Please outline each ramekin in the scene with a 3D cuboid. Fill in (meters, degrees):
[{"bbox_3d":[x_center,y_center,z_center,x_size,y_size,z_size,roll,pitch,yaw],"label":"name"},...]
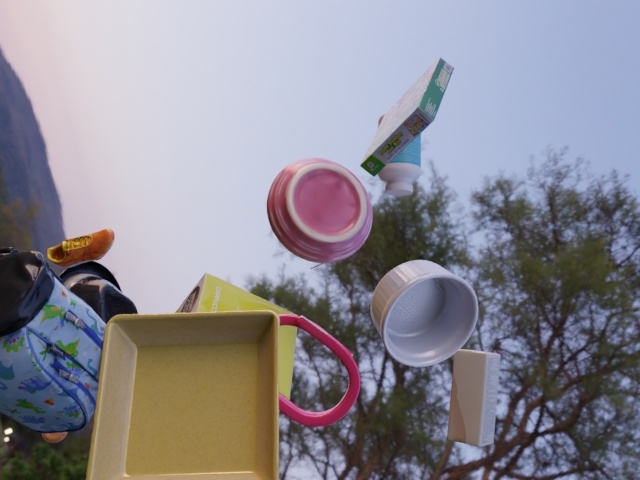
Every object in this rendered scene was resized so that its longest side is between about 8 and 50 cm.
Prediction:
[{"bbox_3d":[0.269,0.187,1.750,0.135,0.277,0.277,-129,-150,-60],"label":"ramekin"}]

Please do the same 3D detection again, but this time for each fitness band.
[{"bbox_3d":[-0.045,0.299,1.511,0.291,0.209,0.054,38,-2,1],"label":"fitness band"}]

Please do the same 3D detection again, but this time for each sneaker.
[{"bbox_3d":[-0.543,0.018,1.475,0.067,0.175,0.064,38,32,-59],"label":"sneaker"}]

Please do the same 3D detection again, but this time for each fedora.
[{"bbox_3d":[-0.626,0.221,1.869,0.152,0.334,0.334,2,-68,26],"label":"fedora"}]

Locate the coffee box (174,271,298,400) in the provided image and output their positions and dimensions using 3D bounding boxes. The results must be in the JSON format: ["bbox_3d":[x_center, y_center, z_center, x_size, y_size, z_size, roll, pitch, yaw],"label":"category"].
[{"bbox_3d":[-0.302,0.367,1.968,0.334,0.338,0.337,-48,-156,34],"label":"coffee box"}]

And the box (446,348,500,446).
[{"bbox_3d":[0.530,0.536,2.241,0.121,0.148,0.311,1,-100,35],"label":"box"}]

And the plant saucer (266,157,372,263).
[{"bbox_3d":[0.008,-0.100,1.932,0.332,0.332,0.084,69,-23,10],"label":"plant saucer"}]

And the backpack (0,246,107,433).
[{"bbox_3d":[-0.538,0.206,1.222,0.355,0.290,0.273,55,26,-59],"label":"backpack"}]

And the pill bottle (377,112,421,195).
[{"bbox_3d":[0.262,-0.286,2.164,0.146,0.146,0.264,156,-62,-67],"label":"pill bottle"}]

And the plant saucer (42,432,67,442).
[{"bbox_3d":[-0.841,0.598,2.059,0.083,0.083,0.013,60,-12,27],"label":"plant saucer"}]

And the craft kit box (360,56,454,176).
[{"bbox_3d":[0.221,-0.314,1.659,0.061,0.250,0.246,34,-43,-9],"label":"craft kit box"}]

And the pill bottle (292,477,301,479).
[{"bbox_3d":[-0.121,0.816,1.867,0.136,0.246,0.136,49,-3,3],"label":"pill bottle"}]

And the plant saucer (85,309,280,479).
[{"bbox_3d":[-0.238,0.301,1.199,0.081,0.333,0.332,85,4,-65],"label":"plant saucer"}]

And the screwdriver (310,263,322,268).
[{"bbox_3d":[0.010,0.079,2.181,0.170,0.024,0.025,-33,-125,51],"label":"screwdriver"}]
